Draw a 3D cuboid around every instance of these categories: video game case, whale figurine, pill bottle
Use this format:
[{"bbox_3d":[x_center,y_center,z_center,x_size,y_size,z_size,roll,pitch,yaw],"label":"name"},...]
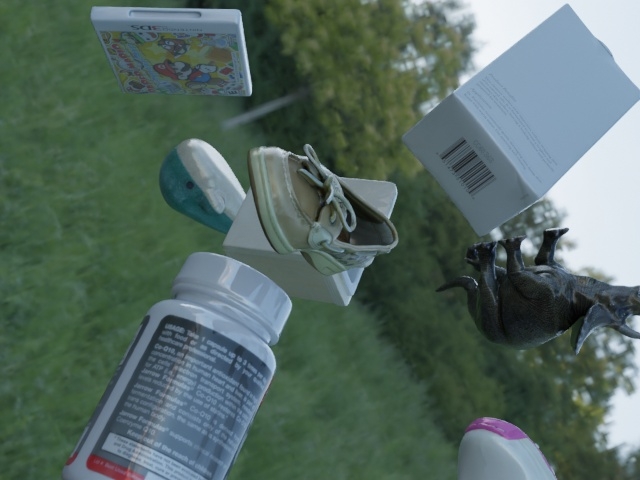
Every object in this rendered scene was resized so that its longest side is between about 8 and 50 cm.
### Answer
[{"bbox_3d":[-0.212,-0.274,1.408,0.227,0.206,0.026,89,2,-73],"label":"video game case"},{"bbox_3d":[-0.230,-0.078,1.993,0.272,0.141,0.216,54,8,-16],"label":"whale figurine"},{"bbox_3d":[-0.146,0.167,1.047,0.161,0.283,0.161,21,-24,10],"label":"pill bottle"}]

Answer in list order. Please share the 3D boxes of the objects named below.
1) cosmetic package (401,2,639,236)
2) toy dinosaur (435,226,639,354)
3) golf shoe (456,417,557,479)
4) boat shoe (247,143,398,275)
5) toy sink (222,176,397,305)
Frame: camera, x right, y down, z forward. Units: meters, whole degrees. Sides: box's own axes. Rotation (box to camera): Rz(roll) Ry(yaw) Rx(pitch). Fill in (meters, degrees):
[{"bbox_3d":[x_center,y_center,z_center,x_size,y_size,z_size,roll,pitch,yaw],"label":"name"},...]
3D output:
[{"bbox_3d":[0.339,-0.206,1.566,0.217,0.385,0.156,52,-39,1],"label":"cosmetic package"},{"bbox_3d":[0.243,0.074,1.180,0.314,0.121,0.160,-14,-93,44],"label":"toy dinosaur"},{"bbox_3d":[0.191,0.338,1.013,0.115,0.140,0.306,4,-64,37],"label":"golf shoe"},{"bbox_3d":[0.004,-0.034,0.976,0.285,0.089,0.104,32,47,-70],"label":"boat shoe"},{"bbox_3d":[0.000,0.000,1.434,0.131,0.234,0.152,66,37,-48],"label":"toy sink"}]
